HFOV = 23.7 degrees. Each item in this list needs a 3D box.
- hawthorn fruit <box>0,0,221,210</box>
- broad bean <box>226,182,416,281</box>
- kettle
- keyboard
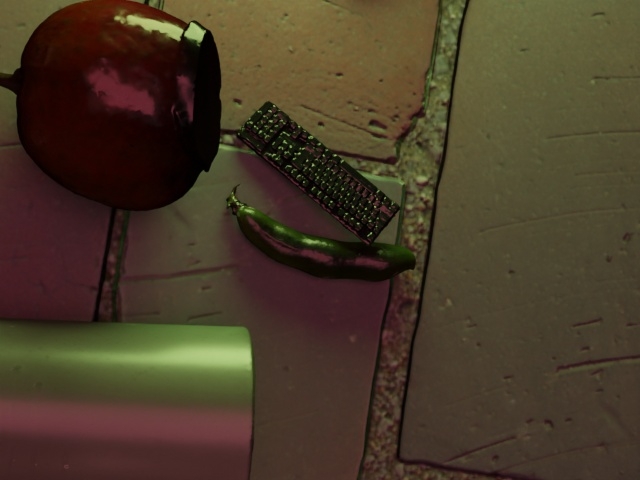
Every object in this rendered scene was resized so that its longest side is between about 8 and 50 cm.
[{"bbox_3d":[-0.222,-0.140,1.571,0.249,0.215,0.215,10,85,-13],"label":"hawthorn fruit"},{"bbox_3d":[-0.002,0.005,1.695,0.226,0.039,0.069,22,77,-10],"label":"broad bean"},{"bbox_3d":[-0.240,0.198,1.573,0.318,0.265,0.205,4,55,-13],"label":"kettle"},{"bbox_3d":[-0.003,-0.076,1.694,0.195,0.018,0.060,39,75,2],"label":"keyboard"}]
